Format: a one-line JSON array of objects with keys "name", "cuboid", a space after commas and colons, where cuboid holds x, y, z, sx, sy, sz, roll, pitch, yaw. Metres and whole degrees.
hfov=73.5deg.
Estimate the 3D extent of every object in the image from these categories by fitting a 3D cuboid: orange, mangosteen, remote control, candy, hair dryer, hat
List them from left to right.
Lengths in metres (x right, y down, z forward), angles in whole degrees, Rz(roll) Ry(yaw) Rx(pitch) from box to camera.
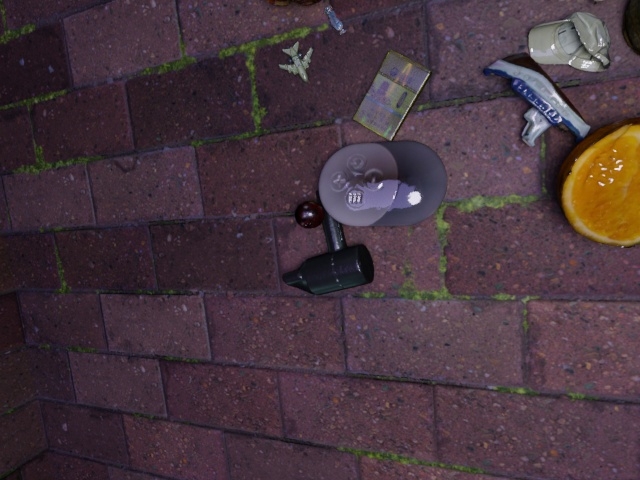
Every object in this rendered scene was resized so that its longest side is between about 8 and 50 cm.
[{"name": "mangosteen", "cuboid": [-0.030, -0.072, 1.153, 0.081, 0.081, 0.080, 4, 101, 22]}, {"name": "hair dryer", "cuboid": [0.000, 0.000, 1.220, 0.244, 0.116, 0.302, -15, 82, 24]}, {"name": "candy", "cuboid": [0.037, -0.581, 1.133, 0.030, 0.020, 0.083, -29, 89, 25]}, {"name": "remote control", "cuboid": [0.154, -0.146, 1.104, 0.332, 0.103, 0.221, 0, 86, 16]}, {"name": "hat", "cuboid": [0.540, -0.429, 0.930, 0.166, 0.081, 0.122, 11, 143, 36]}, {"name": "orange", "cuboid": [0.631, -0.119, 0.842, 0.310, 0.274, 0.274, -23, 90, -18]}]

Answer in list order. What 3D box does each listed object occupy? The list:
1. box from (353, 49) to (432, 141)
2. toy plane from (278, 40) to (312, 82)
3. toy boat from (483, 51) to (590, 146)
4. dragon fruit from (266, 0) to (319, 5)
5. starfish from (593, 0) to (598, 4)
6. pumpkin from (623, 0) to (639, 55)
[{"name": "box", "cuboid": [0.183, -0.371, 1.105, 0.121, 0.030, 0.193, 34, 111, 14]}, {"name": "toy plane", "cuboid": [-0.062, -0.488, 1.182, 0.102, 0.040, 0.111, -24, 87, 14]}, {"name": "toy boat", "cuboid": [0.468, -0.301, 0.951, 0.115, 0.114, 0.262, -40, 82, 28]}, {"name": "dragon fruit", "cuboid": [-0.026, -0.696, 1.023, 0.250, 0.315, 0.250, 2, 84, -16]}, {"name": "starfish", "cuboid": [0.600, -0.646, 0.864, 0.299, 0.060, 0.302, -18, 79, 31]}, {"name": "pumpkin", "cuboid": [0.749, -0.454, 0.746, 0.325, 0.232, 0.242, -2, 96, 20]}]
